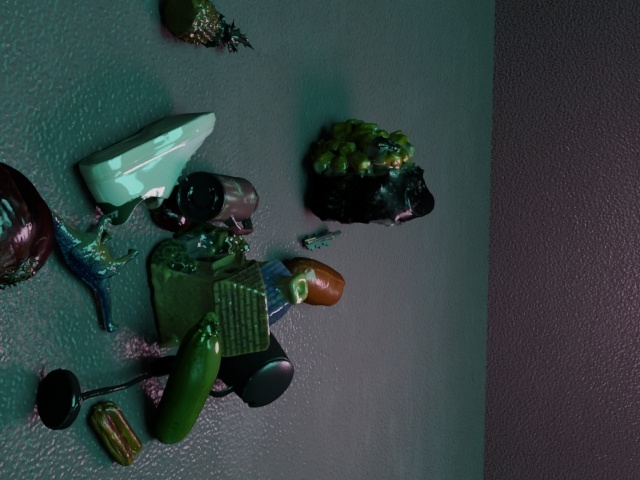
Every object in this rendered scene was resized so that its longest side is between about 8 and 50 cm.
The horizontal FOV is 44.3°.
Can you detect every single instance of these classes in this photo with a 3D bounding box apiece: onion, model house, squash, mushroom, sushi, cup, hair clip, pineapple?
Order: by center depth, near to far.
[{"bbox_3d":[-0.542,-0.026,1.262,0.221,0.281,0.281,-41,145,9],"label":"onion"},{"bbox_3d":[-0.281,0.303,1.683,0.101,0.101,0.379,-27,146,-55],"label":"squash"},{"bbox_3d":[-0.326,-0.078,1.756,0.123,0.052,0.123,3,86,-60],"label":"mushroom"},{"bbox_3d":[-0.193,0.102,1.790,0.321,0.266,0.261,-31,123,-54],"label":"model house"},{"bbox_3d":[-0.252,-0.492,1.796,0.251,0.125,0.125,2,91,-64],"label":"pineapple"},{"bbox_3d":[-0.184,0.313,1.895,0.223,0.176,0.169,-28,140,-24],"label":"cup"},{"bbox_3d":[0.156,-0.200,2.282,0.328,0.328,0.285,-18,113,-52],"label":"sushi"},{"bbox_3d":[0.000,0.001,2.302,0.173,0.049,0.049,-16,106,-52],"label":"hair clip"}]

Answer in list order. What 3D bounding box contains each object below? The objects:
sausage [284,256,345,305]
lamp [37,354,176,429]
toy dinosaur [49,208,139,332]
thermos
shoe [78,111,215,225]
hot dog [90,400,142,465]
[{"bbox_3d":[-0.018,0.118,2.205,0.258,0.133,0.133,30,67,-56],"label":"sausage"},{"bbox_3d":[-0.409,0.266,1.597,0.371,0.130,0.108,-20,101,-55],"label":"lamp"},{"bbox_3d":[-0.450,0.025,1.538,0.147,0.076,0.363,-56,141,-30],"label":"toy dinosaur"},{"bbox_3d":[-0.207,-0.089,1.816,0.109,0.136,0.330,-58,170,8],"label":"thermos"},{"bbox_3d":[-0.336,-0.156,1.661,0.363,0.132,0.160,-39,124,-45],"label":"shoe"},{"bbox_3d":[-0.427,0.402,1.639,0.071,0.045,0.165,-54,135,-39],"label":"hot dog"}]
